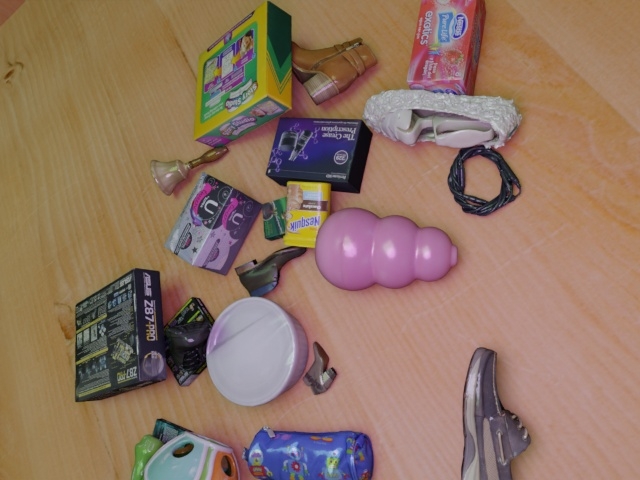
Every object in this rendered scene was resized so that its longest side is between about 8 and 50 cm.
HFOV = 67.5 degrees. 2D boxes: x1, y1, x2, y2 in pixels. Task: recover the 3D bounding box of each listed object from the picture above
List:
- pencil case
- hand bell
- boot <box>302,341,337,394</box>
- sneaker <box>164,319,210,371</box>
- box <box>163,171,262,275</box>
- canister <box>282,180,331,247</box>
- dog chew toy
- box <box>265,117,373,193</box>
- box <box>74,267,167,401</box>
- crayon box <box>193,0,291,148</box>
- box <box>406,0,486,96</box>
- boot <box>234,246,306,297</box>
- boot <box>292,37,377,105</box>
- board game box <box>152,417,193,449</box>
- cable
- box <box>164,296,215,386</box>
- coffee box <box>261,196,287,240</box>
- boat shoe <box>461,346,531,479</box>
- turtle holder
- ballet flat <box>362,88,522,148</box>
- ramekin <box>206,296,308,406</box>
[{"bbox_3d":[-0.028,0.513,1.145,0.306,0.119,0.133,-6,96,22],"label":"pencil case"},{"bbox_3d":[-0.412,-0.249,1.559,0.242,0.126,0.126,-22,67,4],"label":"hand bell"},{"bbox_3d":[-0.012,0.333,1.234,0.087,0.042,0.118,-44,57,16],"label":"boot"},{"bbox_3d":[-0.344,0.280,1.262,0.109,0.286,0.130,-8,80,-21],"label":"sneaker"},{"bbox_3d":[-0.311,-0.045,1.403,0.142,0.163,0.247,26,89,30],"label":"box"},{"bbox_3d":[-0.034,-0.071,1.279,0.126,0.073,0.170,5,97,19],"label":"canister"},{"bbox_3d":[0.159,0.026,1.156,0.331,0.206,0.207,3,77,17],"label":"dog chew toy"},{"bbox_3d":[-0.005,-0.242,1.352,0.261,0.103,0.184,8,82,26],"label":"box"},{"bbox_3d":[-0.611,0.292,1.433,0.395,0.097,0.318,-26,64,36],"label":"box"},{"bbox_3d":[-0.243,-0.492,1.470,0.363,0.106,0.313,-15,70,42],"label":"crayon box"},{"bbox_3d":[0.331,-0.506,1.238,0.142,0.154,0.300,7,78,26],"label":"box"},{"bbox_3d":[-0.124,0.086,1.348,0.219,0.082,0.106,-21,92,12],"label":"boot"},{"bbox_3d":[0.021,-0.550,1.424,0.220,0.109,0.283,-33,54,5],"label":"boot"},{"bbox_3d":[-0.440,0.620,1.362,0.126,0.026,0.186,10,80,26],"label":"board game box"},{"bbox_3d":[0.391,-0.150,1.179,0.150,0.047,0.184,-35,67,18],"label":"cable"},{"bbox_3d":[-0.386,0.297,1.415,0.191,0.045,0.184,-47,60,8],"label":"box"},{"bbox_3d":[-0.078,-0.074,1.372,0.184,0.040,0.113,-13,71,21],"label":"coffee box"},{"bbox_3d":[0.365,0.406,1.003,0.130,0.132,0.355,2,86,15],"label":"boat shoe"},{"bbox_3d":[-0.343,0.618,1.225,0.320,0.243,0.227,-15,50,56],"label":"turtle holder"},{"bbox_3d":[0.279,-0.296,1.196,0.408,0.147,0.147,8,80,27],"label":"ballet flat"},{"bbox_3d":[-0.156,0.290,1.262,0.272,0.127,0.273,-6,74,24],"label":"ramekin"}]
